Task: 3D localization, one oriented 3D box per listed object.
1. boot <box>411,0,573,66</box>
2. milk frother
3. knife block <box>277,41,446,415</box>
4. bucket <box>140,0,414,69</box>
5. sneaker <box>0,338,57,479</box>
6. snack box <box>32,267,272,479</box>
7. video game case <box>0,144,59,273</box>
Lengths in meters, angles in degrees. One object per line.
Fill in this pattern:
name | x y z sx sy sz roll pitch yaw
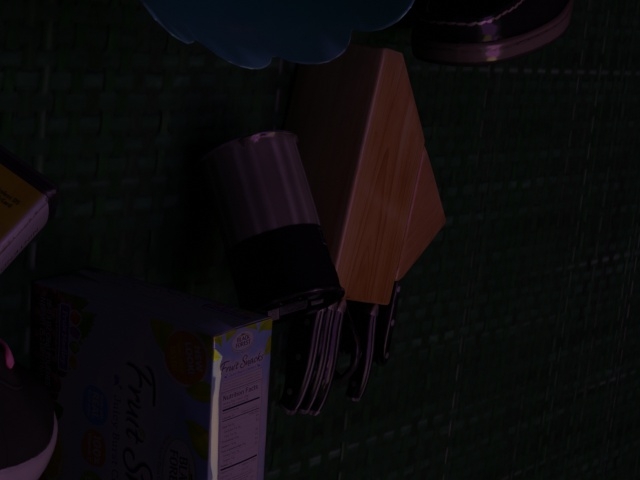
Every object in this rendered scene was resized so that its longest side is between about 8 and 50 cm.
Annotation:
boot | 0.180 -0.345 1.299 0.377 0.138 0.284 -43 135 -43
milk frother | -0.073 0.004 1.118 0.143 0.129 0.135 -10 74 -23
knife block | 0.000 0.000 1.213 0.242 0.088 0.276 -49 137 -34
bucket | -0.048 -0.268 0.903 0.281 0.183 0.281 -16 126 -24
sneaker | -0.152 0.009 0.533 0.147 0.104 0.296 -59 157 -2
snack box | -0.124 0.138 1.016 0.070 0.174 0.207 -17 116 -52
video game case | -0.306 -0.012 0.662 0.248 0.275 0.035 -52 174 -29
